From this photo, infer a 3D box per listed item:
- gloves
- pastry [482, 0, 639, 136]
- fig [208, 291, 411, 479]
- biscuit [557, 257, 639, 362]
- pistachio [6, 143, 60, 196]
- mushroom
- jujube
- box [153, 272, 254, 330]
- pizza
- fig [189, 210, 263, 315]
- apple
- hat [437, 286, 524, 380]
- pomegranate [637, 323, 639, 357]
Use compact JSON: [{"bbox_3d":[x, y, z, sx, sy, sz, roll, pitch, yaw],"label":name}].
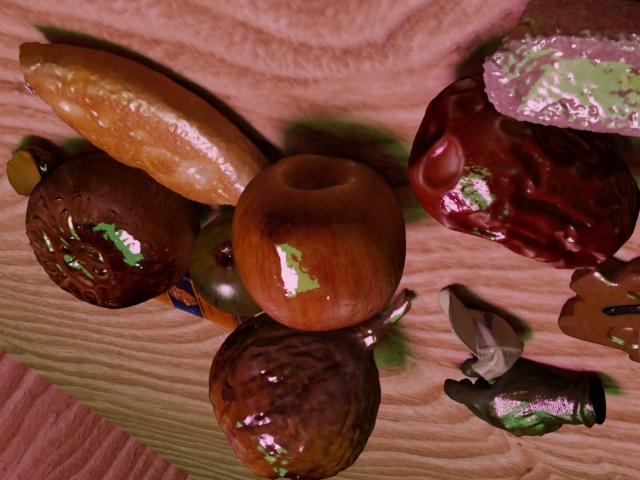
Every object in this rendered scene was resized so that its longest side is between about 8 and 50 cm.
[{"bbox_3d":[0.303,0.241,1.314,0.268,0.107,0.135,-3,111,46],"label":"gloves"},{"bbox_3d":[0.266,-0.131,0.670,0.265,0.112,0.103,20,142,23],"label":"pastry"},{"bbox_3d":[0.004,0.190,1.332,0.286,0.286,0.368,32,119,-13],"label":"fig"},{"bbox_3d":[0.438,0.108,1.015,0.301,0.043,0.278,27,153,-3],"label":"biscuit"},{"bbox_3d":[-0.453,-0.108,1.377,0.173,0.049,0.089,-18,107,56],"label":"pistachio"},{"bbox_3d":[-0.313,-0.004,1.309,0.278,0.163,0.297,32,138,-24],"label":"mushroom"},{"bbox_3d":[0.194,-0.060,0.816,0.230,0.155,0.155,26,155,-23],"label":"jujube"},{"bbox_3d":[-0.232,0.069,1.490,0.237,0.070,0.152,17,152,13],"label":"box"},{"bbox_3d":[-0.215,-0.142,1.089,0.365,0.074,0.182,26,151,-2],"label":"pizza"},{"bbox_3d":[-0.100,0.049,1.296,0.151,0.151,0.259,15,169,19],"label":"fig"},{"bbox_3d":[0.000,0.000,1.014,0.211,0.211,0.187,14,129,21],"label":"apple"},{"bbox_3d":[0.226,0.129,1.222,0.166,0.081,0.122,51,-174,-16],"label":"hat"},{"bbox_3d":[0.406,0.082,0.657,0.343,0.342,0.342,20,153,11],"label":"pomegranate"}]
